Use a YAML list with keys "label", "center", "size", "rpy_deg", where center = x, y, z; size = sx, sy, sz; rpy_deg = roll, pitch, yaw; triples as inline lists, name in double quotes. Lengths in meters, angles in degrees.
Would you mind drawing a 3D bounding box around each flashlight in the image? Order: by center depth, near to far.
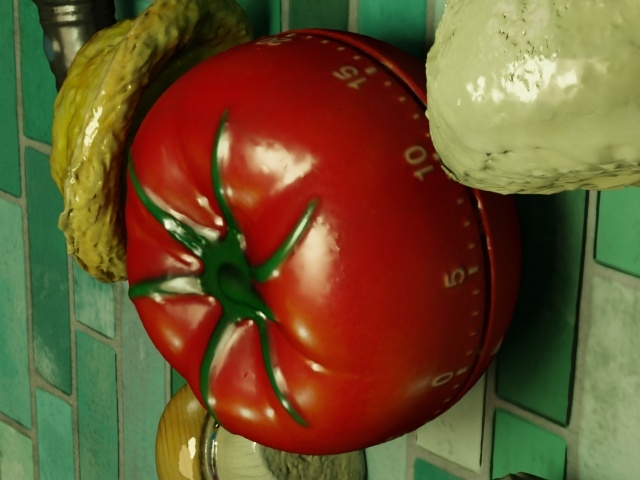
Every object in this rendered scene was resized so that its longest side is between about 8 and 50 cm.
- label: "flashlight"
  center: [-0.258, -0.178, 1.784]
  size: [0.103, 0.103, 0.423]
  rpy_deg: [10, 113, 47]

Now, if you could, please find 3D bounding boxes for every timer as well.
- label: "timer"
  center: [0.000, 0.000, 1.451]
  size: [0.378, 0.279, 0.377]
  rpy_deg: [21, 121, 40]

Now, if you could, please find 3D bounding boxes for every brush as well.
- label: "brush"
  center: [-0.050, 0.261, 1.699]
  size: [0.166, 0.174, 0.266]
  rpy_deg: [-2, 110, 39]

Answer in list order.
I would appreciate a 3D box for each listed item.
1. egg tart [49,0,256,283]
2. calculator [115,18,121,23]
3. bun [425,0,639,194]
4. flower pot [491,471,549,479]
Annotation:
- label: "egg tart"
  center: [-0.181, -0.112, 1.603]
  size: [0.128, 0.319, 0.318]
  rpy_deg: [21, 120, 21]
- label: "calculator"
  center: [-0.175, -0.131, 1.804]
  size: [0.157, 0.033, 0.236]
  rpy_deg: [9, 112, 46]
- label: "bun"
  center: [0.233, -0.144, 1.105]
  size: [0.360, 0.360, 0.210]
  rpy_deg: [-7, 88, 50]
- label: "flower pot"
  center: [0.192, 0.291, 1.409]
  size: [0.235, 0.235, 0.140]
  rpy_deg: [33, 100, 38]
